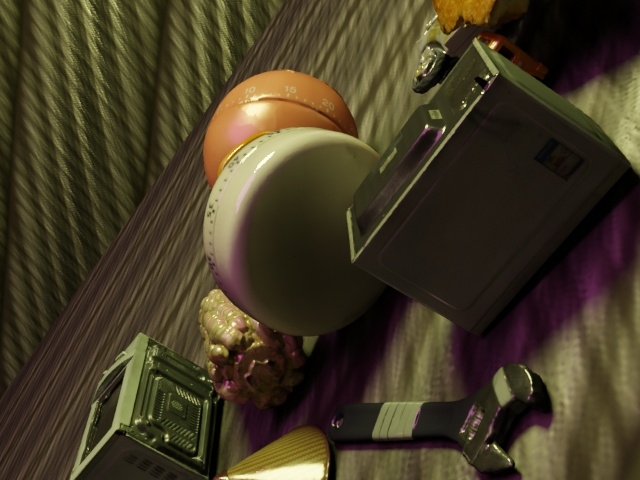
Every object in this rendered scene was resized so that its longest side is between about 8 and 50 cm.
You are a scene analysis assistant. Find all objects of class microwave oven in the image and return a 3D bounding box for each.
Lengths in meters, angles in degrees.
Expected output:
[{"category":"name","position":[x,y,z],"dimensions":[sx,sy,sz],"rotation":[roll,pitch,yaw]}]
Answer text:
[{"category":"microwave oven","position":[0.137,-0.049,0.787],"dimensions":[0.205,0.163,0.129],"rotation":[-52,16,21]},{"category":"microwave oven","position":[-0.224,0.249,1.185],"dimensions":[0.122,0.162,0.208],"rotation":[-49,20,22]}]

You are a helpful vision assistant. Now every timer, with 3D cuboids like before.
[{"category":"timer","position":[-0.056,-0.129,1.301],"dimensions":[0.229,0.229,0.215],"rotation":[-39,25,42]},{"category":"timer","position":[-0.002,-0.007,0.970],"dimensions":[0.240,0.233,0.234],"rotation":[19,75,55]}]

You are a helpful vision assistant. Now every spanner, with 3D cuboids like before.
[{"category":"spanner","position":[0.084,0.163,0.784],"dimensions":[0.316,0.024,0.087],"rotation":[-24,43,59]}]

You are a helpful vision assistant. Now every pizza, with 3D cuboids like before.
[{"category":"pizza","position":[0.191,-0.316,0.988],"dimensions":[0.365,0.073,0.182],"rotation":[-132,51,-69]}]

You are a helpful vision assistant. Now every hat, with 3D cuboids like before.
[{"category":"hat","position":[-0.076,0.263,0.911],"dimensions":[0.193,0.082,0.193],"rotation":[-51,19,26]}]

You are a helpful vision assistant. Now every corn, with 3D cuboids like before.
[{"category":"corn","position":[-0.100,0.122,1.168],"dimensions":[0.127,0.126,0.335],"rotation":[-56,16,1]}]

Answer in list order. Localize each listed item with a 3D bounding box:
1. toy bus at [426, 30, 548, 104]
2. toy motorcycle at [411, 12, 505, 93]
[{"category":"toy bus","position":[0.159,-0.133,0.987],"dimensions":[0.194,0.088,0.083],"rotation":[-53,19,8]},{"category":"toy motorcycle","position":[0.198,-0.300,1.200],"dimensions":[0.225,0.073,0.152],"rotation":[-48,17,24]}]
